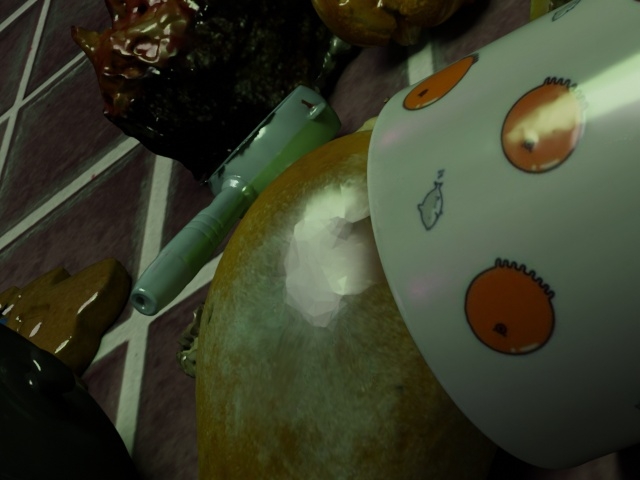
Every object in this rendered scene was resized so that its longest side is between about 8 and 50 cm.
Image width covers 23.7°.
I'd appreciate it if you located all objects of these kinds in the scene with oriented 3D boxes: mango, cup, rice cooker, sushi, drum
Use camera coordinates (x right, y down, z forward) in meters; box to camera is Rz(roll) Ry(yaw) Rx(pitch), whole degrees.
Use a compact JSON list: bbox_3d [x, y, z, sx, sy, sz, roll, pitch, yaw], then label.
[{"bbox_3d":[0.007,0.091,0.858,0.193,0.146,0.316,19,89,39],"label":"mango"},{"bbox_3d":[0.207,-0.044,0.700,0.317,0.212,0.212,-27,35,33],"label":"cup"},{"bbox_3d":[-0.255,0.167,1.061,0.227,0.280,0.241,-48,69,10],"label":"rice cooker"},{"bbox_3d":[-0.061,-0.228,1.344,0.196,0.182,0.343,-3,54,45],"label":"sushi"},{"bbox_3d":[-0.076,-0.024,1.172,0.253,0.049,0.130,-49,7,-29],"label":"drum"}]

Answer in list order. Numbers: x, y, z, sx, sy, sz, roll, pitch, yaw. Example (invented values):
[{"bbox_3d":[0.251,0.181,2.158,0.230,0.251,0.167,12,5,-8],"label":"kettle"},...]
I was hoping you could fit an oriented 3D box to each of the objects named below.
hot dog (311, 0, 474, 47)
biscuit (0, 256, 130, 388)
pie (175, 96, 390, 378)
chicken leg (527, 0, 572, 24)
[{"bbox_3d":[0.038,-0.328,1.241,0.158,0.349,0.117,-17,-4,30],"label":"hot dog"},{"bbox_3d":[-0.301,0.123,1.384,0.301,0.043,0.278,6,59,57],"label":"biscuit"},{"bbox_3d":[0.000,0.000,1.074,0.274,0.055,0.274,-42,16,15],"label":"pie"},{"bbox_3d":[0.190,-0.185,1.000,0.201,0.153,0.429,-18,47,63],"label":"chicken leg"}]
